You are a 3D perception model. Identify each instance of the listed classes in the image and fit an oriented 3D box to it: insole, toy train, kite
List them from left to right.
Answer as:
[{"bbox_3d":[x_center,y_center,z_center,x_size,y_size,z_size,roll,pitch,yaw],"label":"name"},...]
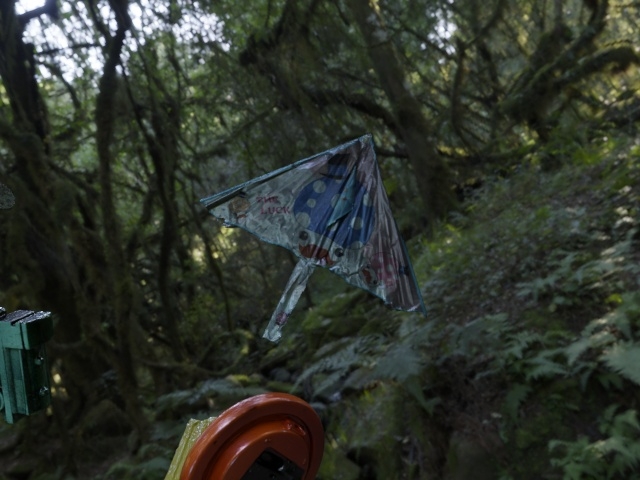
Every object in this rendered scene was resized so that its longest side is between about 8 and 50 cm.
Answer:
[{"bbox_3d":[-0.786,-0.129,1.453,0.006,0.193,0.065,-25,41,58],"label":"insole"},{"bbox_3d":[-0.438,0.181,0.927,0.111,0.170,0.071,2,12,18],"label":"toy train"},{"bbox_3d":[0.000,0.000,1.006,0.368,0.406,0.014,-64,-4,6],"label":"kite"}]

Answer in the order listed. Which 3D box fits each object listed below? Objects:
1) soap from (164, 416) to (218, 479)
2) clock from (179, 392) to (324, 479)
[{"bbox_3d":[-0.274,0.581,1.467,0.091,0.199,0.315,-13,27,15],"label":"soap"},{"bbox_3d":[-0.080,0.286,0.804,0.205,0.205,0.051,-25,31,-27],"label":"clock"}]
